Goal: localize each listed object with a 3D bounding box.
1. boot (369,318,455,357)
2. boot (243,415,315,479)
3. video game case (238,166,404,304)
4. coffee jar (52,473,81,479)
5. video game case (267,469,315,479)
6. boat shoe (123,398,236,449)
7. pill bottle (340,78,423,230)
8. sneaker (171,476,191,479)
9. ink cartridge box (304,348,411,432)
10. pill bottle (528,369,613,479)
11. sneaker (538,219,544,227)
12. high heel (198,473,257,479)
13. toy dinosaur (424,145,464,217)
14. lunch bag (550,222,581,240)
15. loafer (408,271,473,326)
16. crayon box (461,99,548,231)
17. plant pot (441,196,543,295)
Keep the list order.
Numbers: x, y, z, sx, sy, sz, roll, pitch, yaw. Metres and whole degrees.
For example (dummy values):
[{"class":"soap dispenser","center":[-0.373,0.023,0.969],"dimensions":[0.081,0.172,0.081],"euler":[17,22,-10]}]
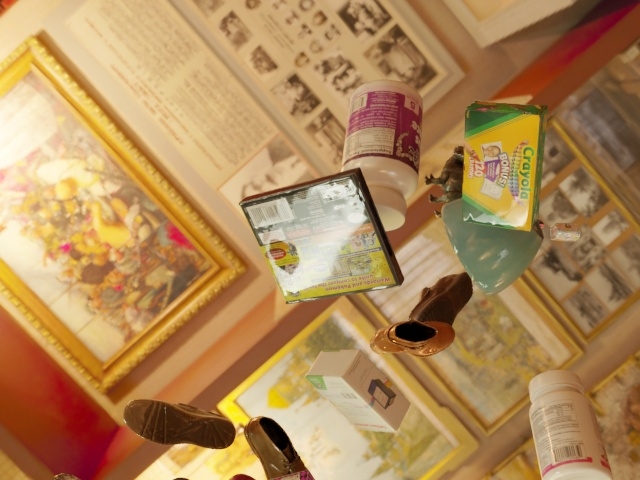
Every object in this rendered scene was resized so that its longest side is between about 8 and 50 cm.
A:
[{"class":"boot","center":[0.296,0.269,2.007],"dimensions":[0.220,0.283,0.109],"euler":[127,142,-67]},{"class":"boot","center":[-0.093,0.610,1.884],"dimensions":[0.305,0.112,0.115],"euler":[53,147,4]},{"class":"video game case","center":[0.000,0.000,1.379],"dimensions":[0.248,0.274,0.035],"euler":[66,-148,-19]},{"class":"coffee jar","center":[-0.490,0.531,1.266],"dimensions":[0.096,0.185,0.079],"euler":[29,171,14]},{"class":"video game case","center":[-0.078,0.674,1.713],"dimensions":[0.042,0.210,0.232],"euler":[-86,-28,-56]},{"class":"boat shoe","center":[-0.375,0.490,1.859],"dimensions":[0.302,0.109,0.098],"euler":[12,175,-5]},{"class":"pill bottle","center":[0.132,-0.180,1.495],"dimensions":[0.169,0.169,0.302],"euler":[43,-132,-54]},{"class":"sneaker","center":[-0.371,0.714,1.598],"dimensions":[0.112,0.319,0.131],"euler":[25,175,-13]},{"class":"ink cartridge box","center":[0.091,0.364,1.676],"dimensions":[0.212,0.093,0.154],"euler":[49,147,-19]},{"class":"pill bottle","center":[0.607,0.474,1.712],"dimensions":[0.160,0.160,0.283],"euler":[46,-149,-33]},{"class":"sneaker","center":[0.678,-0.025,2.242],"dimensions":[0.057,0.119,0.047],"euler":[38,174,28]},{"class":"high heel","center":[-0.272,0.783,2.148],"dimensions":[0.244,0.082,0.117],"euler":[20,179,-37]},{"class":"toy dinosaur","center":[0.427,-0.158,2.192],"dimensions":[0.121,0.160,0.314],"euler":[13,-112,-66]},{"class":"lunch bag","center":[0.720,-0.025,2.034],"dimensions":[0.083,0.071,0.053],"euler":[21,-108,-84]},{"class":"loafer","center":[0.389,0.224,2.338],"dimensions":[0.365,0.130,0.134],"euler":[-30,-70,-47]},{"class":"crayon box","center":[0.417,-0.170,1.578],"dimensions":[0.081,0.165,0.279],"euler":[-40,-47,-51]},{"class":"plant pot","center":[0.494,-0.018,1.906],"dimensions":[0.290,0.195,0.290],"euler":[44,-151,-32]}]
